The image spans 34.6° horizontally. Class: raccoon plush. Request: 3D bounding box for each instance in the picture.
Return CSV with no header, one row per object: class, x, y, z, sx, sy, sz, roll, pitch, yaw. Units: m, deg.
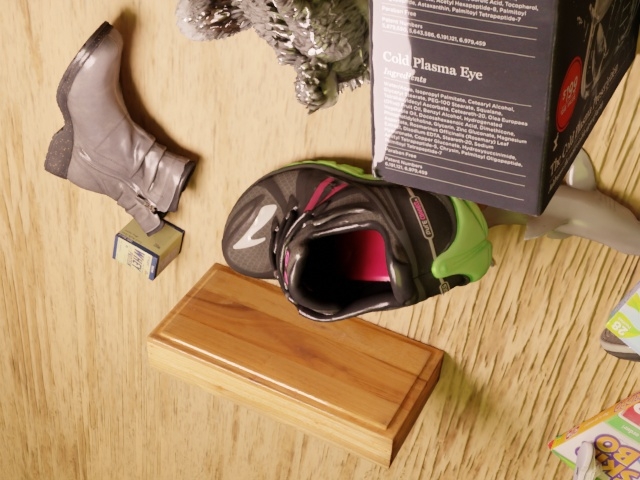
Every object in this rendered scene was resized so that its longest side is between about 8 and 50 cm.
raccoon plush,-0.055,-0.236,1.188,0.446,0.299,0.216,-21,109,43

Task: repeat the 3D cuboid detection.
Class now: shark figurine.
shark figurine,0.261,-0.017,1.302,0.278,0.116,0.166,-10,117,36

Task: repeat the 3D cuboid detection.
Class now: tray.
tray,-0.039,0.181,1.587,0.411,0.203,0.076,19,132,19

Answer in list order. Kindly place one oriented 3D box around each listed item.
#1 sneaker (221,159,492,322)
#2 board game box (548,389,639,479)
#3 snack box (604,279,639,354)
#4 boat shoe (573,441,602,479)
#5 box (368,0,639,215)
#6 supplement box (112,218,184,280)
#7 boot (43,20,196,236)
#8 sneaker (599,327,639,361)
sneaker,0.000,0.000,1.381,0.483,0.202,0.185,-1,112,51
board game box,0.450,0.296,1.488,0.124,0.039,0.259,42,139,-2
snack box,0.470,0.076,1.205,0.174,0.070,0.207,40,115,10
boat shoe,0.396,0.333,1.508,0.035,0.035,0.100,1,125,0
box,0.194,-0.254,0.986,0.179,0.343,0.312,15,132,24
supplement box,-0.283,0.006,1.690,0.083,0.083,0.056,28,135,11
boot,-0.282,-0.163,1.553,0.223,0.118,0.338,31,144,1
sneaker,0.477,0.157,1.320,0.222,0.083,0.118,-4,122,34
